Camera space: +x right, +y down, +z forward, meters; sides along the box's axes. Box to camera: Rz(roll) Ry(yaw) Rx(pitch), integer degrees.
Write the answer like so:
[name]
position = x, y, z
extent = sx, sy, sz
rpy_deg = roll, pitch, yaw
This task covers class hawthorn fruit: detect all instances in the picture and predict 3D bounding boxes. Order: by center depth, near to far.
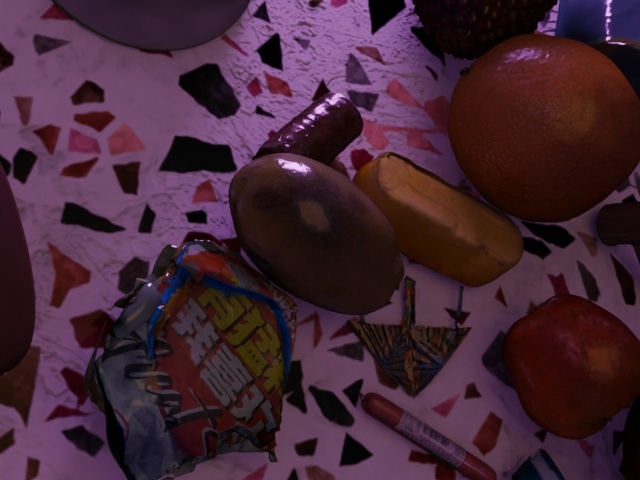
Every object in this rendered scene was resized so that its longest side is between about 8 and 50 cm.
[hawthorn fruit]
position = 0.323, 0.159, 1.372
extent = 0.189, 0.189, 0.189
rpy_deg = 9, 69, -25

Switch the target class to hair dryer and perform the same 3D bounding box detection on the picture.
[hair dryer]
position = 0.485, 0.026, 1.551
extent = 0.064, 0.117, 0.181
rpy_deg = -39, 113, -34

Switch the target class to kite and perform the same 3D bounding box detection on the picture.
[kite]
position = 0.115, 0.123, 1.365
extent = 0.183, 0.010, 0.160
rpy_deg = 6, 74, -23

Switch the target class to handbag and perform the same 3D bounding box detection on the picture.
[handbag]
position = 0.476, -0.281, 1.576
extent = 0.263, 0.222, 0.241
rpy_deg = 23, 58, -17

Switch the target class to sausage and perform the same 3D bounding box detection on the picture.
[sausage]
position = 0.136, 0.248, 1.319
extent = 0.223, 0.029, 0.029
rpy_deg = 34, 60, -13

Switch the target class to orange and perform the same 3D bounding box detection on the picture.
[orange]
position = 0.293, -0.150, 1.417
extent = 0.264, 0.264, 0.264
rpy_deg = 9, 69, -25

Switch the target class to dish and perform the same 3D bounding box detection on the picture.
[dish]
position = -0.204, -0.407, 1.315
extent = 0.324, 0.124, 0.324
rpy_deg = 10, 68, -25

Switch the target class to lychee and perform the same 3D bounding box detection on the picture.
[lychee]
position = 0.230, -0.379, 1.477
extent = 0.272, 0.271, 0.271
rpy_deg = 9, 69, -25

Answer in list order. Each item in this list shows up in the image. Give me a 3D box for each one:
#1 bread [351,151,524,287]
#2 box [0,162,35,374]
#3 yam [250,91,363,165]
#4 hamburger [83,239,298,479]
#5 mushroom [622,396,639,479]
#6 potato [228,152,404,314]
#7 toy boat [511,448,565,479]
[bread]
position = 0.148, -0.027, 1.389
extent = 0.246, 0.094, 0.102
rpy_deg = 28, 53, -18
[box]
position = -0.410, 0.025, 0.975
extent = 0.216, 0.301, 0.300
rpy_deg = -14, 79, -38
[yam]
position = -0.015, -0.123, 1.346
extent = 0.079, 0.079, 0.141
rpy_deg = 48, 57, -5
[hamburger]
position = -0.157, 0.133, 1.153
extent = 0.276, 0.151, 0.260
rpy_deg = -10, 95, -49
[mushroom]
position = 0.559, 0.237, 1.358
extent = 0.356, 0.331, 0.334
rpy_deg = -19, 115, -2
[potato]
position = 0.000, 0.000, 1.249
extent = 0.251, 0.159, 0.174
rpy_deg = 34, 20, -30
[toy boat]
position = 0.297, 0.408, 1.314
extent = 0.062, 0.096, 0.299
rpy_deg = -8, 74, -21
